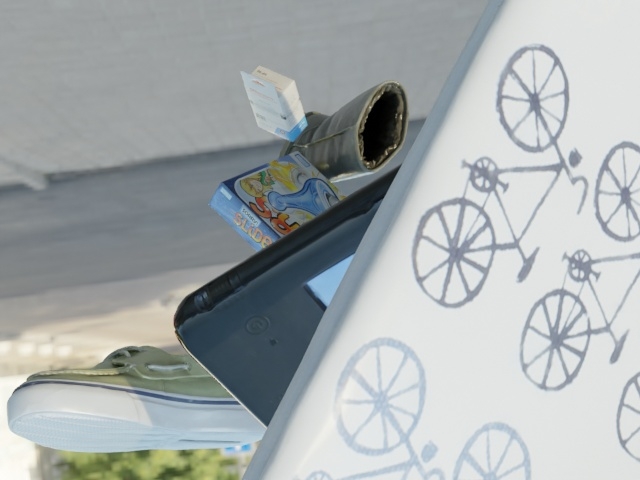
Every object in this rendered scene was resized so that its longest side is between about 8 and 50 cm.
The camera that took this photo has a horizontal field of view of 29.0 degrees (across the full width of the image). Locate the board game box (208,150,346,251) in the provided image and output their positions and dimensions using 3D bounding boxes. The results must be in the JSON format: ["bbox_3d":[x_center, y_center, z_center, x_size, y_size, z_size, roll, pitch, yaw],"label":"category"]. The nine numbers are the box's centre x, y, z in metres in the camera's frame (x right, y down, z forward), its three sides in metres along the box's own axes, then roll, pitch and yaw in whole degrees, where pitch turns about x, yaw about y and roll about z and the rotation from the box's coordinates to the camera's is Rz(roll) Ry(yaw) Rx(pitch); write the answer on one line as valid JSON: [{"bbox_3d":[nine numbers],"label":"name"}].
[{"bbox_3d":[0.000,0.000,1.267,0.136,0.201,0.035,-29,157,-51],"label":"board game box"}]

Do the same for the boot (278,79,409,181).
[{"bbox_3d":[0.014,-0.073,1.342,0.076,0.190,0.208,15,174,-29],"label":"boot"}]

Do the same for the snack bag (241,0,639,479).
[{"bbox_3d":[0.154,0.056,0.441,0.342,0.323,0.037,37,160,-26],"label":"snack bag"}]

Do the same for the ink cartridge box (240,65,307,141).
[{"bbox_3d":[-0.047,-0.143,1.243,0.048,0.028,0.083,26,153,29],"label":"ink cartridge box"}]

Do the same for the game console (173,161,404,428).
[{"bbox_3d":[0.131,0.067,0.975,0.386,0.060,0.342,-32,130,13],"label":"game console"}]

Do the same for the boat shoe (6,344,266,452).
[{"bbox_3d":[-0.178,0.153,1.221,0.109,0.094,0.302,-27,154,36],"label":"boat shoe"}]
